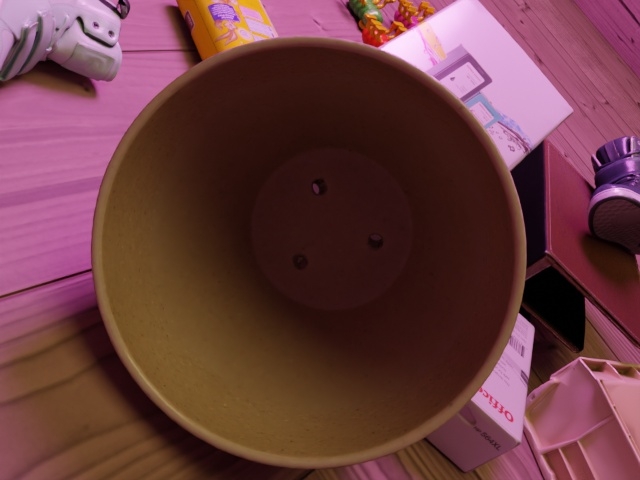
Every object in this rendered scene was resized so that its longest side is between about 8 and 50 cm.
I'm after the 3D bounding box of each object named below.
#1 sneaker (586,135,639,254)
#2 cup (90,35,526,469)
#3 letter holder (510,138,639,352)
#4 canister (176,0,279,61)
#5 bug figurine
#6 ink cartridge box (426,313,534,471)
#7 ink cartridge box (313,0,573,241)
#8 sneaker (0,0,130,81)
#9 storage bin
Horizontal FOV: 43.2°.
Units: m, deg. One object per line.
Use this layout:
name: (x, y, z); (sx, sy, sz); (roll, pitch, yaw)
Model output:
sneaker: (0.416, -0.081, 1.137); (0.226, 0.086, 0.163); (23, 53, -51)
cup: (0.000, 0.000, 0.722); (0.331, 0.331, 0.237); (47, 10, 0)
letter holder: (0.333, 0.036, 1.154); (0.214, 0.152, 0.301); (40, 35, -14)
canister: (-0.107, -0.259, 1.038); (0.126, 0.073, 0.169); (6, 50, -45)
bug figurine: (0.150, -0.355, 1.415); (0.279, 0.072, 0.216); (2, 48, -41)
ink cartridge box: (0.157, 0.133, 0.917); (0.148, 0.086, 0.203); (42, 35, -8)
ink cartridge box: (0.117, -0.121, 0.961); (0.197, 0.198, 0.270); (50, 53, 3)
sneaker: (-0.263, -0.189, 0.781); (0.151, 0.094, 0.255); (31, 38, -27)
storage bin: (0.403, 0.289, 0.998); (0.262, 0.123, 0.260); (12, 47, -40)
